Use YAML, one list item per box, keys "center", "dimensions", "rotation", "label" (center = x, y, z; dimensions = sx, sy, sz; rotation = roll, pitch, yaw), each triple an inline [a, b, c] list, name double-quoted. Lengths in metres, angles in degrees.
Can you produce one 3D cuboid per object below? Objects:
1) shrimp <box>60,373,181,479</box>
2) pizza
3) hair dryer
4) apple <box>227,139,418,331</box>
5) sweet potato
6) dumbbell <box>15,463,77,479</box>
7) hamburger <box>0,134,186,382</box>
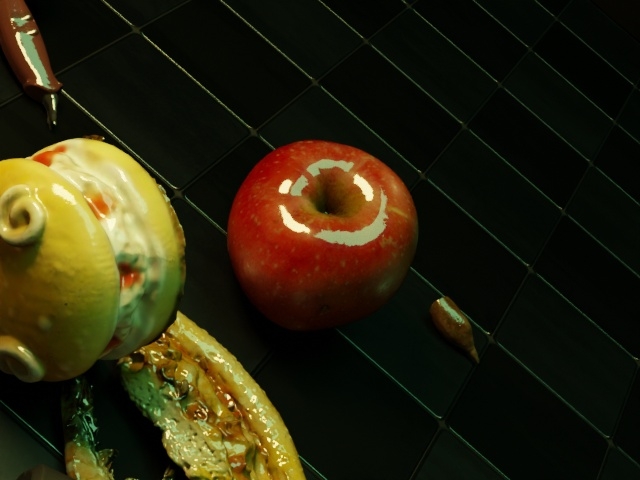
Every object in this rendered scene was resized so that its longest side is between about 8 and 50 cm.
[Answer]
- center: [-0.226, 0.228, 1.423]
  dimensions: [0.148, 0.035, 0.195]
  rotation: [12, 45, -34]
  label: "shrimp"
- center: [-0.133, 0.204, 1.499]
  dimensions: [0.365, 0.074, 0.182]
  rotation: [54, 26, 19]
  label: "pizza"
- center: [-0.467, -0.295, 1.745]
  dimensions: [0.313, 0.123, 0.340]
  rotation: [-12, 70, -36]
  label: "hair dryer"
- center: [0.000, 0.000, 1.700]
  dimensions: [0.261, 0.216, 0.260]
  rotation: [5, 53, -7]
  label: "apple"
- center: [0.209, 0.140, 1.922]
  dimensions: [0.117, 0.049, 0.049]
  rotation: [56, 37, 4]
  label: "sweet potato"
- center: [-0.217, 0.328, 1.221]
  dimensions: [0.218, 0.152, 0.152]
  rotation: [29, 37, -16]
  label: "dumbbell"
- center: [-0.315, 0.014, 1.401]
  dimensions: [0.303, 0.261, 0.186]
  rotation: [37, 35, 29]
  label: "hamburger"
